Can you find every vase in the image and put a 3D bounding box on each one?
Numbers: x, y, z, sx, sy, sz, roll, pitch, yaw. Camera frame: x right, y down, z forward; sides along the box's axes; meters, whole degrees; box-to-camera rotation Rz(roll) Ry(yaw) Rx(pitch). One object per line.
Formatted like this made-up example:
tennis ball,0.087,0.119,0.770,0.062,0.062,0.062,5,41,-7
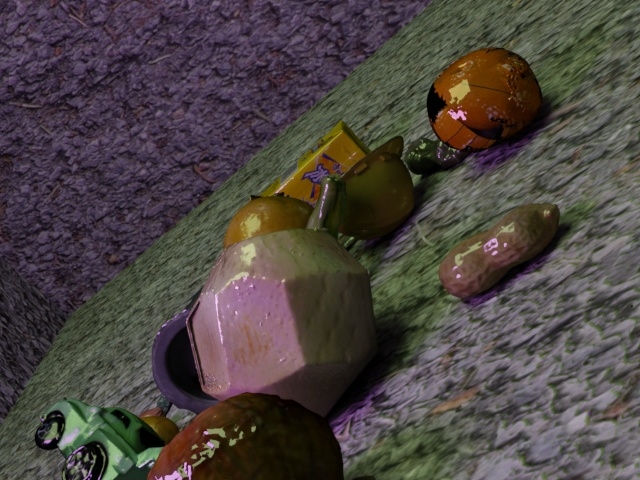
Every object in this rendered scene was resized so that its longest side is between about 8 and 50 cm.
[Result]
vase,-0.218,0.201,2.132,0.245,0.245,0.291,-41,12,14

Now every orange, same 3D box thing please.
orange,0.324,-0.279,1.998,0.234,0.182,0.234,-20,34,14

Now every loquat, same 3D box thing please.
loquat,-0.100,-0.001,2.235,0.244,0.244,0.244,-41,17,15

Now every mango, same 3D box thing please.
mango,-0.387,0.461,2.123,0.227,0.109,0.147,-39,41,20

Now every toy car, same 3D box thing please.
toy car,-0.387,0.416,1.922,0.176,0.213,0.359,-50,42,-7

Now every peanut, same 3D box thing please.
peanut,0.284,0.013,1.581,0.228,0.085,0.104,-37,0,26

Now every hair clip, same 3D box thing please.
hair clip,-0.396,0.412,2.390,0.066,0.036,0.229,-28,17,35

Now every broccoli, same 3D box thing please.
broccoli,-0.013,0.005,2.053,0.177,0.274,0.199,-4,-1,-45

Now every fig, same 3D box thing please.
fig,-0.064,0.399,1.339,0.286,0.286,0.368,-43,51,10

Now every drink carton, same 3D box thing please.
drink carton,-0.019,-0.131,2.560,0.351,0.154,0.111,-42,17,15

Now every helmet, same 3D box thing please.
helmet,0.125,-0.087,2.129,0.257,0.140,0.205,-38,-18,-12

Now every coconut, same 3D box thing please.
coconut,-0.062,0.161,1.729,0.352,0.352,0.352,-41,17,15

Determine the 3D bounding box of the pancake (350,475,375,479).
pancake,0.041,0.380,1.424,0.115,0.011,0.115,-39,18,15

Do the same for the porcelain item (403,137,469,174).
porcelain item,0.272,-0.193,2.168,0.081,0.069,0.216,-47,20,-23

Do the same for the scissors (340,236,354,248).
scissors,0.034,0.035,2.266,0.300,0.022,0.109,-46,19,-3

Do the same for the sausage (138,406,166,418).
sausage,-0.502,0.542,2.251,0.433,0.088,0.088,-45,16,0
